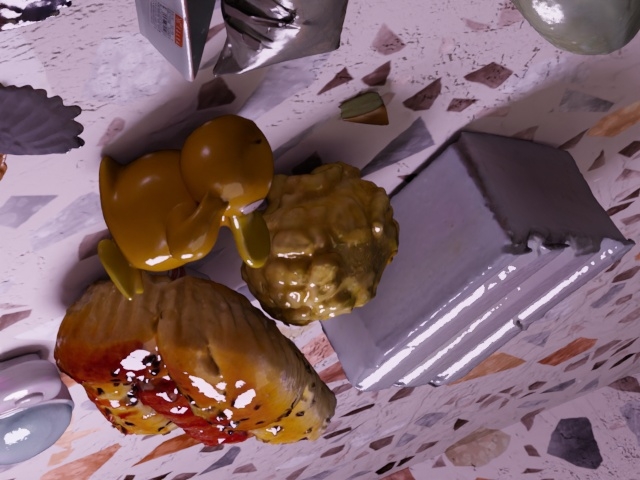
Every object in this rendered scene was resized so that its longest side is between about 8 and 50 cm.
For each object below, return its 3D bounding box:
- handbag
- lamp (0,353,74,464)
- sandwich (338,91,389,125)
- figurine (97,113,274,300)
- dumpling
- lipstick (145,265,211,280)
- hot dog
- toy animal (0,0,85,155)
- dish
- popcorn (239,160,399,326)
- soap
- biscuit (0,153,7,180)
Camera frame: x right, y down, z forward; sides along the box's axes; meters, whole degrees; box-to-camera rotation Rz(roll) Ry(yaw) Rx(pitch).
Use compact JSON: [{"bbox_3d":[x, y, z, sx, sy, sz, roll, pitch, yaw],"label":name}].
[{"bbox_3d":[-0.034,-0.275,1.739,0.182,0.117,0.270,-17,151,-21],"label":"handbag"},{"bbox_3d":[-0.445,0.260,2.441,0.179,0.108,0.246,-20,156,-27],"label":"lamp"},{"bbox_3d":[0.066,-0.174,2.167,0.083,0.031,0.044,0,148,-46],"label":"sandwich"},{"bbox_3d":[-0.161,-0.049,2.014,0.228,0.215,0.215,-7,160,12],"label":"figurine"},{"bbox_3d":[0.292,-0.313,1.894,0.270,0.212,0.321,-23,146,-2],"label":"dumpling"},{"bbox_3d":[-0.200,0.054,2.353,0.038,0.038,0.130,-33,157,15],"label":"lipstick"},{"bbox_3d":[-0.182,0.173,2.306,0.367,0.196,0.365,6,156,11],"label":"hot dog"},{"bbox_3d":[-0.387,-0.196,1.520,0.302,0.225,0.284,-19,140,11],"label":"toy animal"},{"bbox_3d":[-0.143,-0.278,1.621,0.064,0.154,0.234,10,154,3],"label":"dish"},{"bbox_3d":[0.000,0.000,2.248,0.250,0.190,0.250,-56,157,-38],"label":"popcorn"},{"bbox_3d":[0.209,0.045,2.558,0.350,0.213,0.435,-3,147,-49],"label":"soap"},{"bbox_3d":[-0.425,-0.071,1.856,0.280,0.043,0.183,-37,159,30],"label":"biscuit"}]
